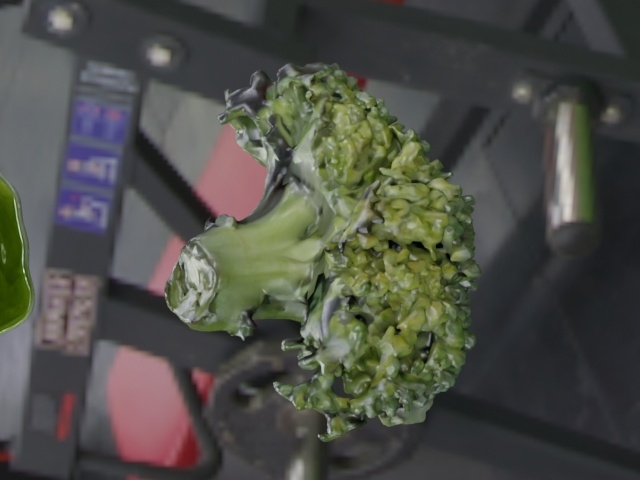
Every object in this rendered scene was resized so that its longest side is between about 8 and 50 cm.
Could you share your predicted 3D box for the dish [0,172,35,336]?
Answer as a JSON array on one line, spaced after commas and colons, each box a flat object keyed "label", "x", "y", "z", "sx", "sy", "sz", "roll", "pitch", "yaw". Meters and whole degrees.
[{"label": "dish", "x": -0.175, "y": -0.007, "z": 0.773, "sx": 0.039, "sy": 0.091, "sz": 0.137, "roll": 72, "pitch": -171, "yaw": -75}]

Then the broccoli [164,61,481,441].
[{"label": "broccoli", "x": 0.000, "y": 0.000, "z": 0.498, "sx": 0.095, "sy": 0.092, "sz": 0.097, "roll": 27, "pitch": 122, "yaw": 60}]
